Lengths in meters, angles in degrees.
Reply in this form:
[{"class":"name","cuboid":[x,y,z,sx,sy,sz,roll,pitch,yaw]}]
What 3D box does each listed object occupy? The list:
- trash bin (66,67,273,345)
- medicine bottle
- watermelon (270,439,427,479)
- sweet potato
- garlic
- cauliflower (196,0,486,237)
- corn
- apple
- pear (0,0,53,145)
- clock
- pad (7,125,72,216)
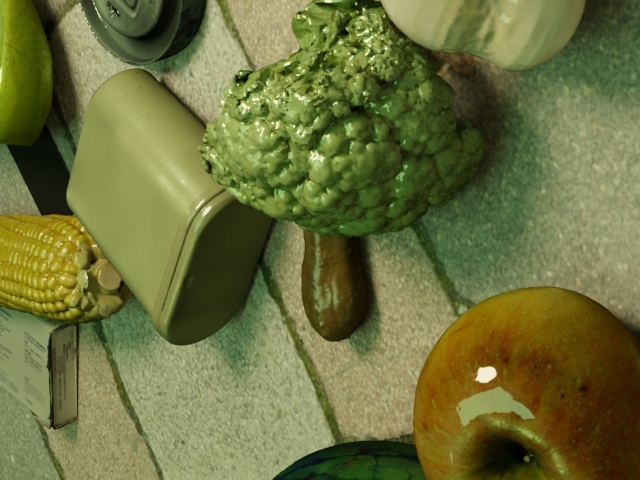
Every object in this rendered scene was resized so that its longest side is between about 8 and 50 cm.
[{"class":"trash bin","cuboid":[-0.183,-0.040,1.711,0.247,0.121,0.243,47,134,31]},{"class":"medicine bottle","cuboid":[-0.425,0.155,2.106,0.201,0.052,0.171,28,124,40]},{"class":"watermelon","cuboid":[0.065,0.366,1.408,0.363,0.363,0.363,21,120,42]},{"class":"sweet potato","cuboid":[0.004,-0.002,1.558,0.081,0.062,0.233,-4,99,50]},{"class":"garlic","cuboid":[0.115,-0.257,1.238,0.281,0.185,0.203,52,152,20]},{"class":"cauliflower","cuboid":[0.014,-0.133,1.376,0.275,0.272,0.250,-13,67,37]},{"class":"corn","cuboid":[-0.380,0.030,1.944,0.387,0.144,0.144,10,112,49]},{"class":"apple","cuboid":[0.199,0.154,1.285,0.237,0.207,0.237,9,110,24]},{"class":"pear","cuboid":[-0.427,-0.246,1.897,0.288,0.139,0.239,13,99,50]},{"class":"clock","cuboid":[-0.212,-0.311,1.691,0.215,0.042,0.215,21,120,42]},{"class":"pad","cuboid":[-0.379,-0.096,1.993,0.112,0.003,0.157,-39,75,49]}]
